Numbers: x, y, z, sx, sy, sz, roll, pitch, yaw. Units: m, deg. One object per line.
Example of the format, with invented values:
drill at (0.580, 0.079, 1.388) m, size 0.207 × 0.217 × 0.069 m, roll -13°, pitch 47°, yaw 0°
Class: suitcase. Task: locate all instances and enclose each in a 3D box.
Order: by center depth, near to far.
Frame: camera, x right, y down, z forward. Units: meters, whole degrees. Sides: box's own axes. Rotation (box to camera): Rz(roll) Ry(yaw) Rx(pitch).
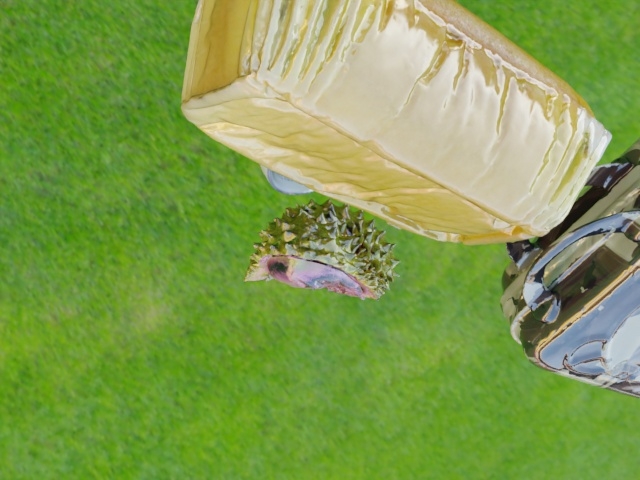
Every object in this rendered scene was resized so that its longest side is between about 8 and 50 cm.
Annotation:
suitcase at (0.381, 0.019, 1.247) m, size 0.339 × 0.194 × 0.351 m, roll 17°, pitch 133°, yaw -26°

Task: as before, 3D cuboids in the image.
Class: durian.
durian at (-0.001, 0.000, 1.224) m, size 0.108 × 0.187 × 0.119 m, roll 48°, pitch 52°, yaw -74°

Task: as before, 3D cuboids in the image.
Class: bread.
bread at (0.050, -0.090, 0.698) m, size 0.288 × 0.152 × 0.119 m, roll 24°, pitch 74°, yaw -30°

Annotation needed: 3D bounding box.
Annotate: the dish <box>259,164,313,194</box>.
dish at (0.006, -0.204, 1.464) m, size 0.273 × 0.134 × 0.273 m, roll -32°, pitch 159°, yaw -14°
